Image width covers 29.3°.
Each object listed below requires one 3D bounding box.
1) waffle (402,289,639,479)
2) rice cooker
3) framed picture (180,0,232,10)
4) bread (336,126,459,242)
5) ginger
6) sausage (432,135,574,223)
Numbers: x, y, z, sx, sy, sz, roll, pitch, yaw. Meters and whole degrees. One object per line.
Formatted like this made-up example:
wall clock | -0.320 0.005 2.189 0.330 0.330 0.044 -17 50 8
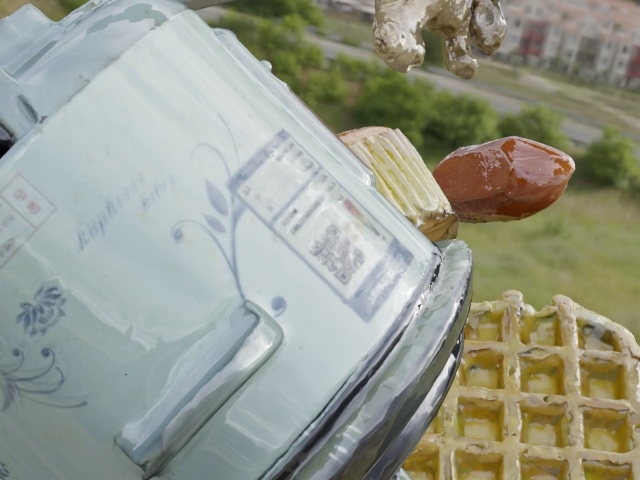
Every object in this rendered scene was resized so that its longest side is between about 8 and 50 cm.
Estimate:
waffle | 0.224 0.215 1.221 0.379 0.095 0.382 -35 59 -27
rice cooker | -0.074 0.043 0.609 0.316 0.264 0.316 42 -8 7
framed picture | -0.093 -0.358 1.175 0.192 0.265 0.018 -16 34 -6
bread | 0.000 0.000 0.873 0.190 0.132 0.114 -23 63 -24
ginger | 0.126 -0.221 1.206 0.065 0.149 0.259 -17 27 35
sausage | 0.181 -0.060 1.263 0.089 0.089 0.179 3 -8 -33
